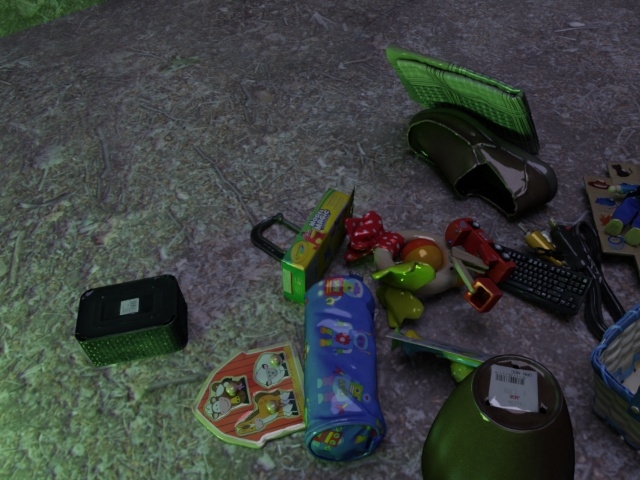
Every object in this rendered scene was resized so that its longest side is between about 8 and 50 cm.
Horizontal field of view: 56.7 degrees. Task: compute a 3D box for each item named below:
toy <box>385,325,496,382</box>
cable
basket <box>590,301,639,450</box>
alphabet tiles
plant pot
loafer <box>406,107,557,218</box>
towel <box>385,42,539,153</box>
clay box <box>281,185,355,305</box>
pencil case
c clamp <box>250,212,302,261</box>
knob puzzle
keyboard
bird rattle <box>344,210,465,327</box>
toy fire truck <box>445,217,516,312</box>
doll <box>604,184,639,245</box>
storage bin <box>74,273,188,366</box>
[{"bbox_3d":[0.227,0.200,0.960,0.237,0.137,0.056,17,91,20],"label":"toy"},{"bbox_3d":[0.487,0.065,1.097,0.140,0.072,0.287,-6,56,-22],"label":"cable"},{"bbox_3d":[0.513,0.158,0.817,0.255,0.289,0.201,-33,45,-18],"label":"basket"},{"bbox_3d":[0.679,-0.040,1.159,0.285,0.011,0.342,6,45,7],"label":"alphabet tiles"},{"bbox_3d":[0.247,0.260,0.798,0.215,0.230,0.215,-4,45,4],"label":"plant pot"},{"bbox_3d":[0.318,-0.171,1.270,0.130,0.133,0.366,-37,52,-26],"label":"loafer"},{"bbox_3d":[0.313,-0.301,1.305,0.324,0.312,0.056,30,93,28],"label":"towel"},{"bbox_3d":[0.000,0.000,1.138,0.053,0.127,0.222,22,57,14],"label":"clay box"},{"bbox_3d":[0.037,0.197,0.965,0.133,0.119,0.306,3,46,-4],"label":"pencil case"},{"bbox_3d":[-0.063,-0.013,1.252,0.161,0.022,0.137,27,60,27],"label":"c clamp"},{"bbox_3d":[-0.120,0.255,0.991,0.213,0.030,0.213,-4,46,4],"label":"knob puzzle"},{"bbox_3d":[0.397,0.056,1.072,0.180,0.023,0.108,24,80,38],"label":"keyboard"},{"bbox_3d":[0.159,0.042,1.129,0.207,0.143,0.253,-5,32,-13],"label":"bird rattle"},{"bbox_3d":[0.274,0.037,1.061,0.135,0.047,0.192,-6,47,-37],"label":"toy fire truck"},{"bbox_3d":[0.618,-0.070,1.147,0.129,0.046,0.189,32,53,27],"label":"doll"},{"bbox_3d":[-0.343,0.145,1.090,0.180,0.084,0.122,-11,46,-2],"label":"storage bin"}]
